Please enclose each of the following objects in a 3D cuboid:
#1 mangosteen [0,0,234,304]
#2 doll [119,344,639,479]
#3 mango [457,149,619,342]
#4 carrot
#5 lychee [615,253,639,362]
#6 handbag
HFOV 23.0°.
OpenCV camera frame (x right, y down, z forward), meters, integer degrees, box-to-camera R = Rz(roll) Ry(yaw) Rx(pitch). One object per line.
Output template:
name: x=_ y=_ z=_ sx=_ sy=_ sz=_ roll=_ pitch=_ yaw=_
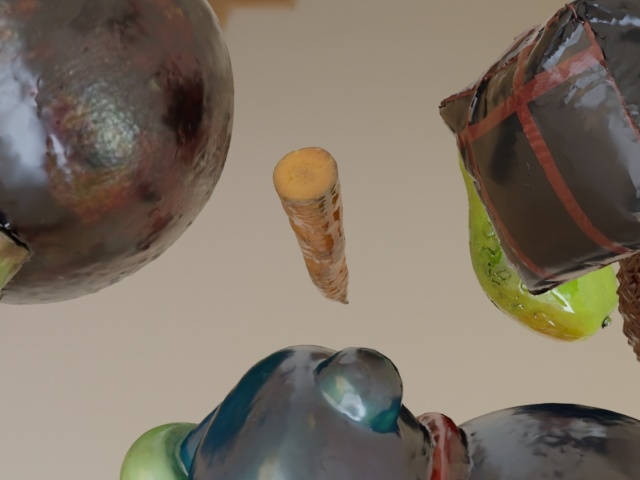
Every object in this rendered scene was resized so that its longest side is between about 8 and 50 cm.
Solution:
mangosteen: x=-0.230 y=-0.082 z=1.062 sx=0.359 sy=0.306 sz=0.306 roll=-45 pitch=147 yaw=-23
doll: x=0.073 y=0.153 z=0.685 sx=0.186 sy=0.322 sz=0.198 roll=-56 pitch=-163 yaw=29
mango: x=0.203 y=-0.004 z=1.544 sx=0.233 sy=0.125 sz=0.111 roll=58 pitch=-14 yaw=6
carrot: x=0.000 y=0.000 z=1.407 sx=0.224 sy=0.057 sz=0.057 roll=77 pitch=17 yaw=-58
lychee: x=0.313 y=0.041 z=1.212 sx=0.188 sy=0.188 sz=0.188 roll=1 pitch=90 yaw=-79
handbag: x=0.184 y=-0.072 z=1.039 sx=0.169 sy=0.155 sz=0.215 roll=61 pitch=-26 yaw=1
